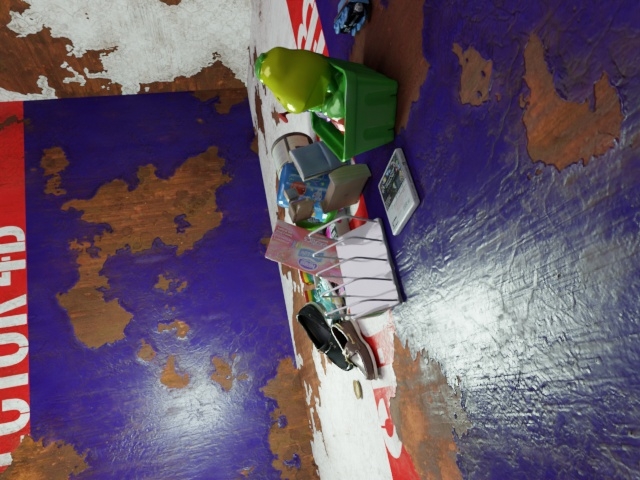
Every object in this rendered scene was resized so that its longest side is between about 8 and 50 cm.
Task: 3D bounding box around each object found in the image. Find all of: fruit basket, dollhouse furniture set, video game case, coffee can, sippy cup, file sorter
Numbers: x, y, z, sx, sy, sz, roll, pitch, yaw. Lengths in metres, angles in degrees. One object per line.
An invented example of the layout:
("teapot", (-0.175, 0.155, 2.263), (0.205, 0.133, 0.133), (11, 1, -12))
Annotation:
("fruit basket", (-0.002, -0.409, 1.403), (0.392, 0.391, 0.283), (-120, 26, -57))
("dollhouse furniture set", (-0.014, -0.267, 1.687), (0.198, 0.286, 0.304), (111, 137, -63))
("video game case", (0.217, -0.133, 1.376), (0.190, 0.022, 0.173), (108, 151, -63))
("coffee can", (-0.098, -0.316, 2.184), (0.202, 0.201, 0.276), (101, 157, -54))
("sippy cup", (-0.048, -0.197, 1.882), (0.306, 0.223, 0.240), (-103, 27, -65))
("file sorter", (0.096, 0.085, 1.508), (0.192, 0.173, 0.278), (-27, 67, 39))

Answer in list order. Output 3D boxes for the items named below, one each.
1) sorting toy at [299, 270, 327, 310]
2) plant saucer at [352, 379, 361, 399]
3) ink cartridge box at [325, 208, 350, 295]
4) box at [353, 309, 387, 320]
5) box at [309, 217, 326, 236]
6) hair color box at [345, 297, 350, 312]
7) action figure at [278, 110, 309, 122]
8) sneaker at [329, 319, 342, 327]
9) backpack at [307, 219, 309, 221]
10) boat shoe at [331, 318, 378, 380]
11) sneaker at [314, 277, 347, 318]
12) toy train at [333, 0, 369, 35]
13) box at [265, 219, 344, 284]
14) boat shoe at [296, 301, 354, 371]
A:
("sorting toy", (-0.030, 0.207, 2.259), (0.257, 0.089, 0.256), (49, -151, -79))
("plant saucer", (0.156, 0.625, 2.059), (0.083, 0.015, 0.084), (172, 90, -77))
("ink cartridge box", (0.082, 0.024, 1.941), (0.176, 0.069, 0.372), (115, 147, -66))
("box", (0.155, 0.205, 1.644), (0.087, 0.101, 0.102), (116, 144, -67))
("box", (0.000, 0.000, 2.129), (0.216, 0.060, 0.271), (-23, -75, -84))
("hair color box", (0.122, 0.187, 1.770), (0.072, 0.043, 0.141), (-97, 9, -56))
("action figure", (0.005, -0.455, 1.662), (0.139, 0.280, 0.092), (40, 140, 21))
("sneaker", (0.092, 0.418, 2.140), (0.078, 0.067, 0.188), (-27, 68, 53))
("backpack", (-0.038, -0.104, 2.308), (0.114, 0.084, 0.105), (-129, 33, -58))
("boat shoe", (0.129, 0.421, 1.880), (0.324, 0.096, 0.117), (-119, 25, -56))
("sneaker", (0.024, 0.213, 2.006), (0.107, 0.109, 0.276), (-73, -34, -65))
("toy train", (0.092, -0.690, 1.473), (0.184, 0.080, 0.105), (-164, 76, -78))
("box", (-0.031, 0.043, 1.737), (0.154, 0.299, 0.142), (150, 139, -87))
("boat shoe", (0.016, 0.419, 2.063), (0.127, 0.113, 0.340), (-35, 83, 32))
